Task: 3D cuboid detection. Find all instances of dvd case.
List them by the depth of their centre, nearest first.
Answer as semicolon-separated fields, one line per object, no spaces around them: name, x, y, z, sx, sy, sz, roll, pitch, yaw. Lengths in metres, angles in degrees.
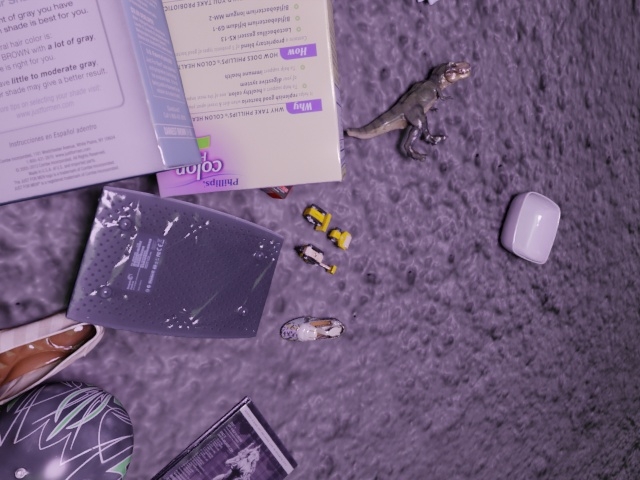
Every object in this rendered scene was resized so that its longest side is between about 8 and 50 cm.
dvd case;-0.157;0.373;0.702;0.221;0.018;0.165;-37;114;-20

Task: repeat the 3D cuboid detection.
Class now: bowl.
bowl;0.451;-0.029;0.991;0.142;0.053;0.142;18;89;-33

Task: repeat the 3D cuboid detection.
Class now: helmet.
helmet;-0.292;0.239;0.503;0.169;0.169;0.162;21;108;-33

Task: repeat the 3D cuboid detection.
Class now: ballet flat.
ballet flat;-0.007;0.146;0.744;0.114;0.041;0.041;1;97;-32

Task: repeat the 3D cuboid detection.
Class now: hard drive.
hard drive;-0.180;0.037;0.599;0.254;0.054;0.172;16;90;-39

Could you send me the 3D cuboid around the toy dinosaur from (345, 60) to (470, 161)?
toy dinosaur;0.164;-0.205;0.783;0.268;0.064;0.118;-38;109;-19

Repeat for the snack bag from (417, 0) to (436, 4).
snack bag;0.209;-0.627;0.752;0.342;0.037;0.323;-46;119;-17

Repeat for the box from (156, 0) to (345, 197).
box;-0.086;-0.185;0.535;0.213;0.117;0.243;-5;102;7

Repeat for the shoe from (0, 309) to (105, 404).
shoe;-0.356;0.139;0.515;0.219;0.058;0.077;-27;111;-26

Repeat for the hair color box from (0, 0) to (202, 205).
hair color box;-0.257;-0.236;0.420;0.185;0.113;0.375;-10;102;6

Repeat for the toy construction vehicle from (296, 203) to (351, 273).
toy construction vehicle;0.000;0.000;0.732;0.098;0.035;0.086;32;70;-34

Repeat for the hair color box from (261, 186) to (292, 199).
hair color box;-0.051;-0.138;0.667;0.072;0.043;0.141;35;79;-30
